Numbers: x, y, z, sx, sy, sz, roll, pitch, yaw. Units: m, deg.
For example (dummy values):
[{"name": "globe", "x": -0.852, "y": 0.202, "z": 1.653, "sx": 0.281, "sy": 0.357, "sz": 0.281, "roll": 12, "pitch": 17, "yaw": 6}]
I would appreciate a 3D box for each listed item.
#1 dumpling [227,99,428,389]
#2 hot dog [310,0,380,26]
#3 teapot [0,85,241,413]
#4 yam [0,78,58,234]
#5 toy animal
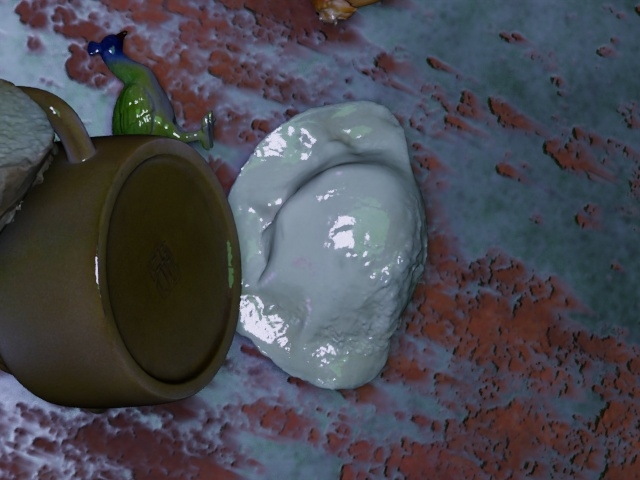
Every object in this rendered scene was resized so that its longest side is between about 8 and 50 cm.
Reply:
[{"name": "dumpling", "x": 0.012, "y": -0.002, "z": 1.261, "sx": 0.152, "sy": 0.108, "sz": 0.219, "roll": 10, "pitch": 74, "yaw": -32}, {"name": "hot dog", "x": 0.069, "y": -0.313, "z": 1.308, "sx": 0.135, "sy": 0.100, "sz": 0.337, "roll": 30, "pitch": 78, "yaw": -4}, {"name": "teapot", "x": -0.175, "y": 0.013, "z": 1.177, "sx": 0.185, "sy": 0.175, "sz": 0.268, "roll": -59, "pitch": 137, "yaw": -50}, {"name": "yam", "x": -0.305, "y": 0.014, "z": 1.073, "sx": 0.168, "sy": 0.168, "sz": 0.304, "roll": 32, "pitch": 115, "yaw": -12}, {"name": "toy animal", "x": -0.106, "y": -0.053, "z": 1.265, "sx": 0.075, "sy": 0.041, "sz": 0.217, "roll": -17, "pitch": 93, "yaw": 8}]
